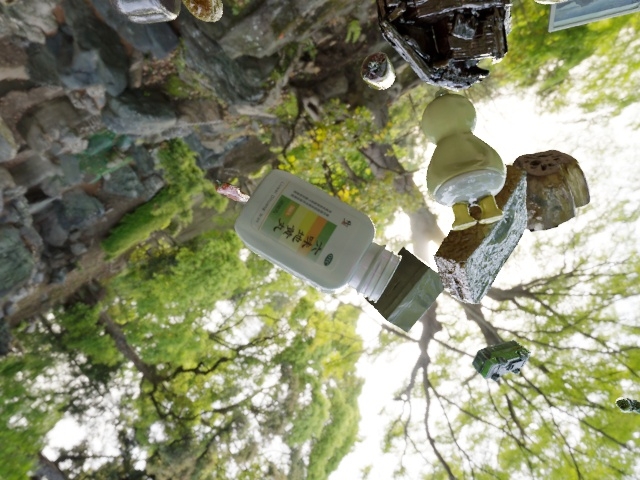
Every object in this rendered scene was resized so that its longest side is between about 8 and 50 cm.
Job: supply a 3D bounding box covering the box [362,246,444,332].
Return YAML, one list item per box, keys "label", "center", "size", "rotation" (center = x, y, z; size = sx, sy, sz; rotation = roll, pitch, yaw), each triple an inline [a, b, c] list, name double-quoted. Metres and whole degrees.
- label: "box"
  center: [0.290, 0.168, 1.633]
  size: [0.231, 0.155, 0.149]
  rotation: [-53, -139, 6]

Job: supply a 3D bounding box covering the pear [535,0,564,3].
- label: "pear"
  center: [0.399, -0.501, 0.784]
  size: [0.200, 0.200, 0.200]
  rotation: [-30, -169, 6]

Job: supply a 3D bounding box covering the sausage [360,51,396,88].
- label: "sausage"
  center: [0.208, -0.641, 1.795]
  size: [0.125, 0.117, 0.317]
  rotation: [-19, -174, 16]

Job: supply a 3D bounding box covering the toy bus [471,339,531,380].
- label: "toy bus"
  center: [0.230, 0.151, 0.605]
  size: [0.083, 0.031, 0.037]
  rotation: [-3, -149, -34]

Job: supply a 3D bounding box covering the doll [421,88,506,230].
- label: "doll"
  center: [0.261, -0.163, 0.896]
  size: [0.141, 0.117, 0.296]
  rotation: [-15, -121, 19]

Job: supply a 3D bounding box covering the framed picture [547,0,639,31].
- label: "framed picture"
  center: [0.620, -0.554, 1.059]
  size: [0.203, 0.150, 0.015]
  rotation: [-8, -123, 14]

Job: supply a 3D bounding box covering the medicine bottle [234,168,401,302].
- label: "medicine bottle"
  center: [0.000, 0.000, 0.981]
  size: [0.179, 0.324, 0.124]
  rotation: [-58, 174, -13]

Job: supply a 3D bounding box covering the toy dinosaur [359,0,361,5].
- label: "toy dinosaur"
  center: [0.073, -0.631, 1.167]
  size: [0.058, 0.180, 0.037]
  rotation: [-18, 143, -22]

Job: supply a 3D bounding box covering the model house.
- label: "model house"
  center: [0.300, -0.506, 1.063]
  size: [0.297, 0.317, 0.282]
  rotation: [-13, -169, -24]

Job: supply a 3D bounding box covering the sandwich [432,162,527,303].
- label: "sandwich"
  center: [0.408, 0.000, 1.185]
  size: [0.099, 0.271, 0.301]
  rotation: [25, -107, 39]

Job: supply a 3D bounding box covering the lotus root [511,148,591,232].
- label: "lotus root"
  center: [0.856, -0.196, 1.795]
  size: [0.316, 0.250, 0.316]
  rotation: [-17, -153, 9]

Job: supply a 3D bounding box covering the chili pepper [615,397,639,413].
- label: "chili pepper"
  center: [0.648, 0.346, 1.000]
  size: [0.034, 0.091, 0.030]
  rotation: [-14, -116, 57]

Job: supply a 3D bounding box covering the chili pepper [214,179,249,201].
- label: "chili pepper"
  center: [-0.221, -0.120, 1.220]
  size: [0.045, 0.027, 0.178]
  rotation: [2, 172, 18]

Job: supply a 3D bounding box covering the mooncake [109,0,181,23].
- label: "mooncake"
  center: [-0.405, -0.611, 1.066]
  size: [0.133, 0.245, 0.245]
  rotation: [-8, -168, 1]

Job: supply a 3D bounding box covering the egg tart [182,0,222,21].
- label: "egg tart"
  center: [-0.270, -0.574, 1.105]
  size: [0.130, 0.130, 0.052]
  rotation: [-17, -151, 53]
